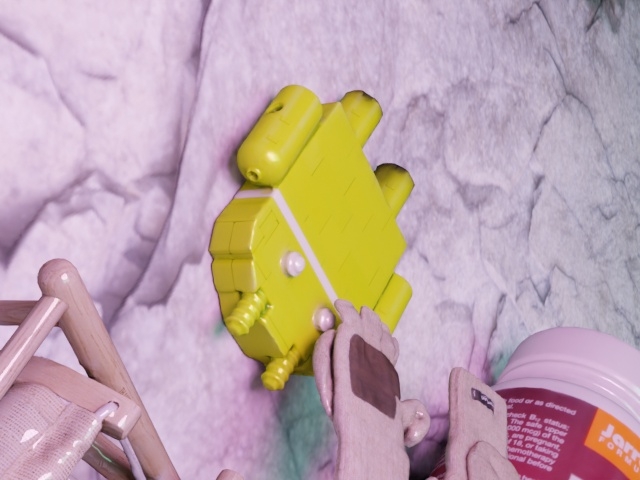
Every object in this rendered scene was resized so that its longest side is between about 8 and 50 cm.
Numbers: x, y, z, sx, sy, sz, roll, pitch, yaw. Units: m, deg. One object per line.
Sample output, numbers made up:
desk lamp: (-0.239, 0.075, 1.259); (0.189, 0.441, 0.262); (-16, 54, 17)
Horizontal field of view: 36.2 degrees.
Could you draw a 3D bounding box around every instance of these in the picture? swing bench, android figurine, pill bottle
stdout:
swing bench: (-0.173, 0.184, 0.482); (0.255, 0.165, 0.253); (60, 44, -35)
android figurine: (0.000, 0.000, 0.824); (0.273, 0.056, 0.248); (-57, 133, -40)
pill bottle: (0.209, 0.279, 0.961); (0.392, 0.224, 0.224); (-51, 128, -42)

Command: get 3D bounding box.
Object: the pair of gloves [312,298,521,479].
pair of gloves: (0.080, 0.167, 0.775); (0.240, 0.042, 0.204); (34, 35, -33)
